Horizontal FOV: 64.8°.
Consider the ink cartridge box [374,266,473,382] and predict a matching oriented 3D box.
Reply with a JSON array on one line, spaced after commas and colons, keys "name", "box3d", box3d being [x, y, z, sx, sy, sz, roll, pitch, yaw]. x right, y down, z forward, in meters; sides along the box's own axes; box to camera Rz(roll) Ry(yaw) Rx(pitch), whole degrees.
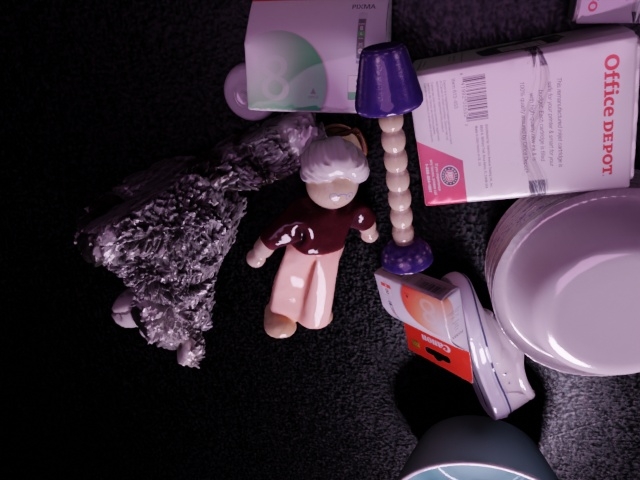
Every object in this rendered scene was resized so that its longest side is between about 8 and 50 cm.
[{"name": "ink cartridge box", "box3d": [0.159, 0.134, 0.788, 0.145, 0.045, 0.179, 20, 130, 52]}]

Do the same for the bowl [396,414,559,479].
[{"name": "bowl", "box3d": [0.281, 0.435, 0.898, 0.311, 0.163, 0.312, 7, 120, 11]}]

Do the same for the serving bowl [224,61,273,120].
[{"name": "serving bowl", "box3d": [-0.102, -0.210, 0.721, 0.083, 0.027, 0.083, 7, 121, 12]}]

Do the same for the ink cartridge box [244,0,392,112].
[{"name": "ink cartridge box", "box3d": [-0.003, -0.275, 0.625, 0.180, 0.056, 0.225, 5, 113, 12]}]

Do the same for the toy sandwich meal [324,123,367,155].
[{"name": "toy sandwich meal", "box3d": [0.027, -0.129, 0.729, 0.085, 0.029, 0.086, 7, 120, 12]}]

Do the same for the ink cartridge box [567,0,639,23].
[{"name": "ink cartridge box", "box3d": [0.350, -0.288, 0.527, 0.150, 0.063, 0.109, 6, 120, 13]}]

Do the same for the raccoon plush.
[{"name": "raccoon plush", "box3d": [-0.154, 0.028, 0.779, 0.446, 0.216, 0.299, -15, 121, 23]}]

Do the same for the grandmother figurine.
[{"name": "grandmother figurine", "box3d": [0.000, 0.000, 0.733, 0.104, 0.207, 0.342, 48, 144, 32]}]

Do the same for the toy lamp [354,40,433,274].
[{"name": "toy lamp", "box3d": [0.091, -0.089, 0.601, 0.080, 0.080, 0.275, -4, 120, 18]}]

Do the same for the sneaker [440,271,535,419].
[{"name": "sneaker", "box3d": [0.265, 0.156, 0.800, 0.091, 0.094, 0.258, -25, 106, -7]}]

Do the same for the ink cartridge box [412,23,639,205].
[{"name": "ink cartridge box", "box3d": [0.239, -0.148, 0.616, 0.237, 0.100, 0.172, -5, 117, 19]}]

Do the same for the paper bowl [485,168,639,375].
[{"name": "paper bowl", "box3d": [0.369, 0.058, 0.659, 0.284, 0.148, 0.284, 5, 116, 10]}]
